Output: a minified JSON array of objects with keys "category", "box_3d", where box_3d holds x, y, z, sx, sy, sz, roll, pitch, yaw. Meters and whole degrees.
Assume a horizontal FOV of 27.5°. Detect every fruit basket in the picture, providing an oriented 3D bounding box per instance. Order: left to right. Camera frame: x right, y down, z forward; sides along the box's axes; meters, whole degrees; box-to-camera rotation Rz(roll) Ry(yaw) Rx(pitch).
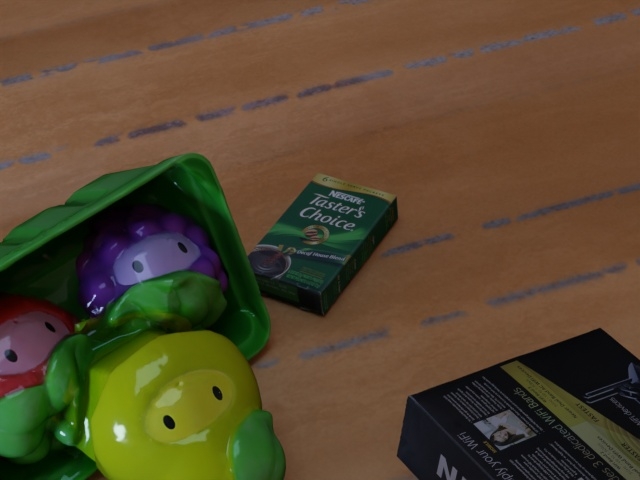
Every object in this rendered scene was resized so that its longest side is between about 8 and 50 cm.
[{"category":"fruit basket","box_3d":[-0.194,0.115,1.262,0.392,0.282,0.392,-15,27,8]}]

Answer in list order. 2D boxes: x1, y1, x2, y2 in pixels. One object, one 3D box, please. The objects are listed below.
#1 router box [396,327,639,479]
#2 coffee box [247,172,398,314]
[{"category":"router box","box_3d":[0.255,0.220,1.152,0.243,0.081,0.309,-14,39,-30]},{"category":"coffee box","box_3d":[0.000,0.000,1.507,0.113,0.040,0.184,18,47,26]}]
